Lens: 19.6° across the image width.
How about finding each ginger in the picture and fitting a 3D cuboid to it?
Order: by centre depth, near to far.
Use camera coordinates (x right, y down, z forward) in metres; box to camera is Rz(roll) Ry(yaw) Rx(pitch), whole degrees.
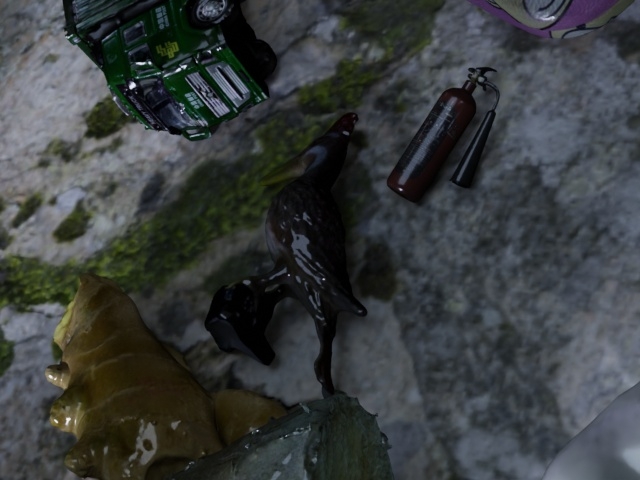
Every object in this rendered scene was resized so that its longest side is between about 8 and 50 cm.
[{"bbox_3d":[-0.111,0.103,1.116,0.205,0.081,0.115,31,69,39],"label":"ginger"}]

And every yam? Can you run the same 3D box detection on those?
[{"bbox_3d":[-0.068,0.192,0.999,0.254,0.154,0.154,-26,53,15],"label":"yam"}]

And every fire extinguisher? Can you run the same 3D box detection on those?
[{"bbox_3d":[0.084,-0.065,1.140,0.046,0.032,0.100,31,86,49],"label":"fire extinguisher"}]

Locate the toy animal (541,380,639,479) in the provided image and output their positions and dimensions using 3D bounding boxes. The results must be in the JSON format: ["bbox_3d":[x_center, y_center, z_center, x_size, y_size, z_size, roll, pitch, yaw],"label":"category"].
[{"bbox_3d":[0.268,0.193,0.781,0.241,0.196,0.367,-31,50,9],"label":"toy animal"}]

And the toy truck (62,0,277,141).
[{"bbox_3d":[-0.113,-0.188,1.291,0.121,0.088,0.259,-25,52,13],"label":"toy truck"}]

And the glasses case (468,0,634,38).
[{"bbox_3d":[0.093,-0.231,1.204,0.123,0.076,0.316,-47,51,-4],"label":"glasses case"}]

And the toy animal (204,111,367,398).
[{"bbox_3d":[-0.010,0.004,1.145,0.105,0.070,0.202,4,57,21],"label":"toy animal"}]
